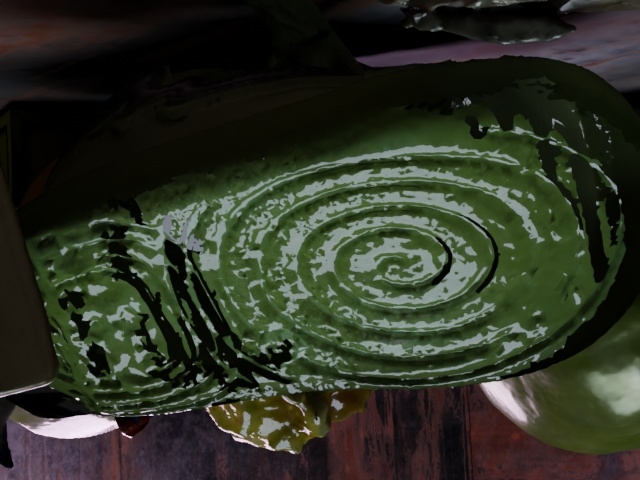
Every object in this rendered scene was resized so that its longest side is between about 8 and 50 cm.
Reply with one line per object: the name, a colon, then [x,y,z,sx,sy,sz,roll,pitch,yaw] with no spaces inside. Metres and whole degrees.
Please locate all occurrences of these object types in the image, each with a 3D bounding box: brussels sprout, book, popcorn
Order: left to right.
book: [-0.136,-0.024,0.502,0.026,0.161,0.231,-17,179,-18]
popcorn: [-0.024,0.104,1.571,0.249,0.249,0.225,-2,179,-16]
brussels sprout: [0.255,0.053,1.279,0.274,0.242,0.316,-33,166,26]

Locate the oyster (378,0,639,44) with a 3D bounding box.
oyster: [0.098,-0.100,0.478,0.200,0.061,0.106,-3,-167,25]

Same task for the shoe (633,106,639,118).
shoe: [0.150,-0.024,0.956,0.125,0.099,0.227,-10,171,-9]

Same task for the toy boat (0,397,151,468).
toy boat: [-0.214,0.076,0.963,0.318,0.072,0.219,-13,-148,13]

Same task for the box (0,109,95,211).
box: [-0.091,-0.038,0.896,0.220,0.064,0.141,-3,175,-24]

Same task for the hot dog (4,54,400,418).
hot dog: [-0.019,-0.019,0.747,0.326,0.107,0.194,-11,144,4]

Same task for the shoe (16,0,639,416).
shoe: [-0.008,-0.018,0.568,0.262,0.128,0.140,-16,137,14]

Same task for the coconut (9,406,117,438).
coconut: [-0.225,0.090,1.451,0.237,0.197,0.237,-21,172,-3]
